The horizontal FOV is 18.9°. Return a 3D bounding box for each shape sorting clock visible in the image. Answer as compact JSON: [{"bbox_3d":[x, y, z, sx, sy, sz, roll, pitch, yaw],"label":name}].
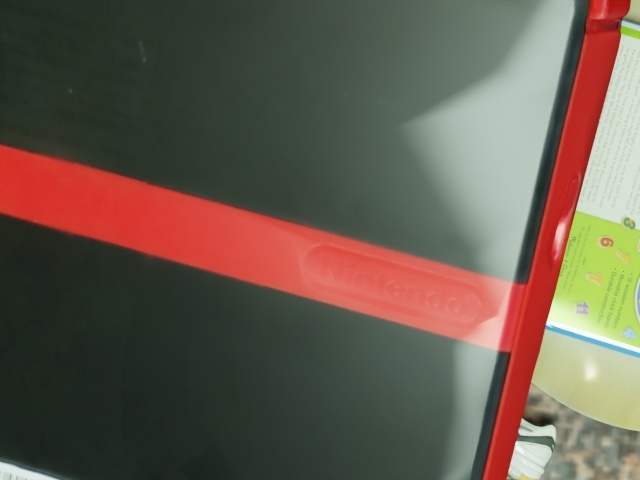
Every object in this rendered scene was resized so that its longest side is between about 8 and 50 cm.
[{"bbox_3d":[0.160,-0.016,0.864,0.206,0.040,0.206,0,91,1],"label":"shape sorting clock"}]

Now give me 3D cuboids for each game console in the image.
[{"bbox_3d":[-0.089,-0.031,0.803,0.386,0.060,0.342,15,105,12],"label":"game console"}]

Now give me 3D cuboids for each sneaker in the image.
[{"bbox_3d":[0.070,0.079,0.882,0.083,0.032,0.037,34,73,4],"label":"sneaker"}]
